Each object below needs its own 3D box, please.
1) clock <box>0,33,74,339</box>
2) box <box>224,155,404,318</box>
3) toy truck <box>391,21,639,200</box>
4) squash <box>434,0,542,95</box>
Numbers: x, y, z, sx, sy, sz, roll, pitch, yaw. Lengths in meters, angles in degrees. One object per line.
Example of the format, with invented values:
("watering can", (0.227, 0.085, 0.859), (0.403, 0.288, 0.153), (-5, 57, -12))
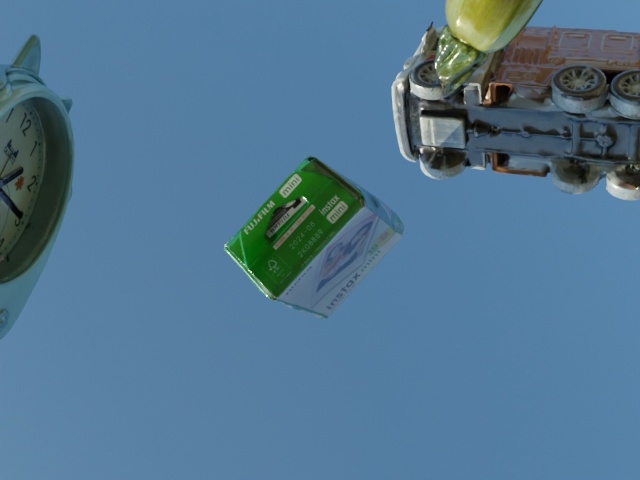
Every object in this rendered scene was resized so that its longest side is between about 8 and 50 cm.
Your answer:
("clock", (-0.311, -0.050, 0.895), (0.094, 0.224, 0.274), (14, -115, 10))
("box", (0.000, 0.000, 1.260), (0.180, 0.250, 0.103), (-47, -110, 5))
("toy truck", (0.305, -0.194, 1.334), (0.387, 0.173, 0.207), (8, -132, 19))
("squash", (0.196, -0.274, 0.978), (0.137, 0.137, 0.288), (16, -79, -17))
